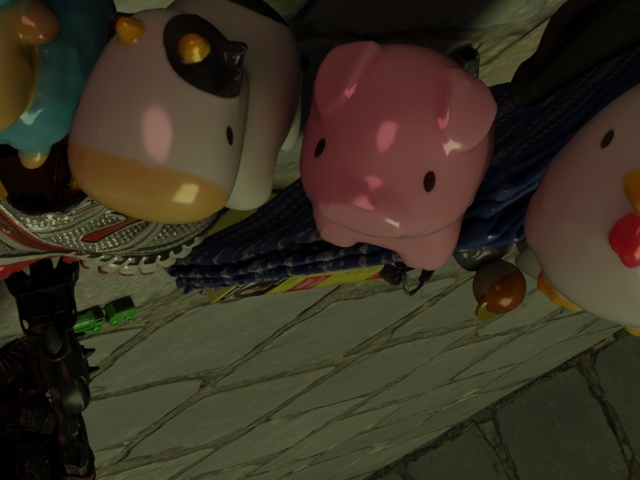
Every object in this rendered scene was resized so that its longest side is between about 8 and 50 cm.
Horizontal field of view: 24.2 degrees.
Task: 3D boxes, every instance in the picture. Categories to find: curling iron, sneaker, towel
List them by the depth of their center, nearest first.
[{"bbox_3d":[-0.132,-0.030,0.871,0.225,0.088,0.093,-13,156,-45],"label":"sneaker"},{"bbox_3d":[0.069,-0.053,0.908,0.243,0.040,0.336,-37,-165,-33],"label":"towel"},{"bbox_3d":[0.093,-0.046,1.149,0.068,0.035,0.274,-49,163,-35],"label":"curling iron"}]

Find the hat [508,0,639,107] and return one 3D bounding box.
[{"bbox_3d":[0.203,-0.204,0.720,0.331,0.134,0.331,-31,178,-1],"label":"hat"}]

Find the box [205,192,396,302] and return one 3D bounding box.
[{"bbox_3d":[0.000,0.000,1.237,0.087,0.058,0.232,-36,162,33],"label":"box"}]

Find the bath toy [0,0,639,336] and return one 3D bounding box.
[{"bbox_3d":[0.018,-0.052,0.640,0.151,0.348,0.129,-66,167,-48],"label":"bath toy"}]

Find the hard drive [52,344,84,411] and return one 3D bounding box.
[{"bbox_3d":[-0.326,0.177,1.338,0.172,0.054,0.255,-10,159,-44],"label":"hard drive"}]

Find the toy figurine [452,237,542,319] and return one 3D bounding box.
[{"bbox_3d":[0.216,-0.031,1.298,0.213,0.148,0.209,-20,164,-19],"label":"toy figurine"}]

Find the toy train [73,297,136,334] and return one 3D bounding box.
[{"bbox_3d":[-0.193,0.068,1.248,0.083,0.017,0.023,-18,154,-24],"label":"toy train"}]

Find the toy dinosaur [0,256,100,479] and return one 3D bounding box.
[{"bbox_3d":[-0.207,0.133,1.029,0.322,0.218,0.164,17,-143,41],"label":"toy dinosaur"}]
